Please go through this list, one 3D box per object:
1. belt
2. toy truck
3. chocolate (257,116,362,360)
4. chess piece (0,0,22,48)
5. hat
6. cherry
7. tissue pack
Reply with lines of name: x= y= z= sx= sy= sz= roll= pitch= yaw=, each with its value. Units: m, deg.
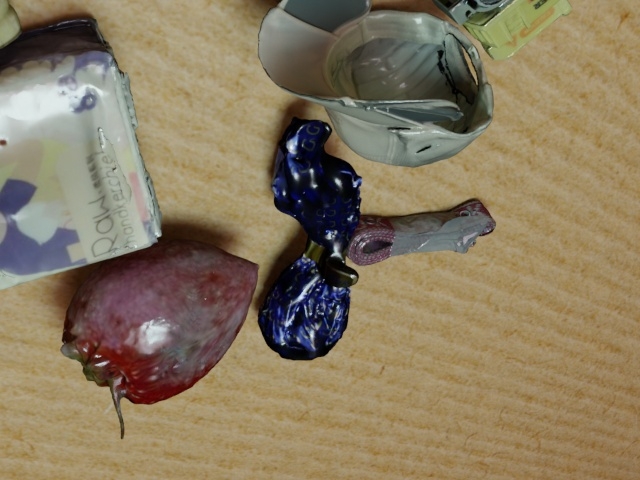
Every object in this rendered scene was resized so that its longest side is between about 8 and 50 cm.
belt: x=0.133 y=-0.007 z=1.207 sx=0.232 sy=0.053 sz=0.071 roll=-8 pitch=121 yaw=-22
toy truck: x=0.255 y=-0.327 z=0.963 sx=0.272 sy=0.124 sz=0.157 roll=-41 pitch=133 yaw=8
chocolate: x=-0.002 y=-0.002 z=1.086 sx=0.126 sy=0.148 sz=0.343 roll=-22 pitch=136 yaw=-33
chess piece: x=-0.336 y=-0.262 z=0.743 sx=0.090 sy=0.090 sz=0.200 roll=-20 pitch=130 yaw=-12
hat: x=0.054 y=-0.165 z=0.928 sx=0.275 sy=0.232 sz=0.161 roll=-1 pitch=136 yaw=-45
cherry: x=-0.183 y=0.090 z=1.034 sx=0.250 sy=0.175 sz=0.192 roll=-30 pitch=117 yaw=-6
tissue pack: x=-0.349 y=-0.064 z=0.863 sx=0.344 sy=0.125 sz=0.242 roll=-19 pitch=131 yaw=-16
